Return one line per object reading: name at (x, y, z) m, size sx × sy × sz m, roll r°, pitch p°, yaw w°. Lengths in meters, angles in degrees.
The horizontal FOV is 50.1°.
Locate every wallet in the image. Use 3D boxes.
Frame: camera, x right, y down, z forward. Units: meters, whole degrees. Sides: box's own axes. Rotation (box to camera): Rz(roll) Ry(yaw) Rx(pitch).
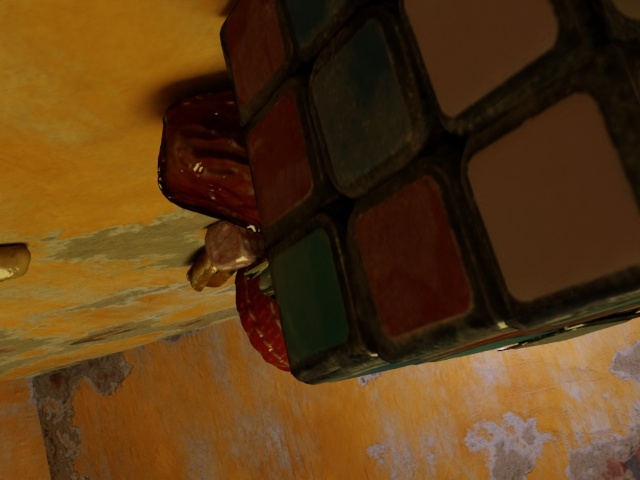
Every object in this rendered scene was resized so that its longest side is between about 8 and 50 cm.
wallet at (0.000, 0.000, 1.443) m, size 0.310 × 0.077 × 0.223 m, roll -35°, pitch 178°, yaw -23°

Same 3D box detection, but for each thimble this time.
thimble at (-0.035, 0.147, 1.699) m, size 0.231 × 0.349 × 0.350 m, roll -17°, pitch 170°, yaw 29°

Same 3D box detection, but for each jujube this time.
jujube at (-0.038, -0.093, 0.792) m, size 0.291 × 0.197 × 0.197 m, roll 4°, pitch 165°, yaw -13°

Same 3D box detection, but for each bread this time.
bread at (-0.544, 0.044, 1.145) m, size 0.115 × 0.056 × 0.082 m, roll -6°, pitch 166°, yaw -43°

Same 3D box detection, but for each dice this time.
dice at (-0.174, 0.008, 1.400) m, size 0.091 × 0.094 × 0.093 m, roll -22°, pitch 170°, yaw 28°

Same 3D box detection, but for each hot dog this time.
hot dog at (-0.261, 0.065, 1.656) m, size 0.109 × 0.072 × 0.269 m, roll -8°, pitch 166°, yaw -27°

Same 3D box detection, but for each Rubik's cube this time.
Rubik's cube at (0.162, -0.107, 0.541) m, size 0.364 × 0.361 × 0.359 m, roll -3°, pitch 163°, yaw -35°
